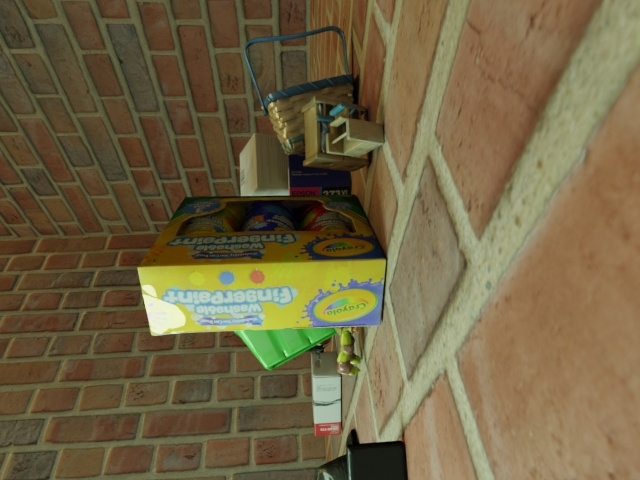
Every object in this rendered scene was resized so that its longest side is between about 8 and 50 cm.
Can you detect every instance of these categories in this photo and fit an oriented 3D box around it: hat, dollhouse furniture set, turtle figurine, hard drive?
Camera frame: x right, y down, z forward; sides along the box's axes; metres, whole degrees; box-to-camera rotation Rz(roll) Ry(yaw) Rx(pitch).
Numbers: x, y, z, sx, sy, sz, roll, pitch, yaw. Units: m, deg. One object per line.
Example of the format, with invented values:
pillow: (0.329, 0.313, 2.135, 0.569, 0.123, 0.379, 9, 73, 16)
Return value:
hat: (0.050, 0.744, 1.214, 0.331, 0.134, 0.331, 178, 90, -87)
dollhouse furniture set: (0.061, -0.226, 0.804, 0.184, 0.129, 0.129, -13, 78, 61)
turtle figurine: (0.065, 0.214, 1.009, 0.269, 0.087, 0.217, -129, 37, -83)
hard drive: (0.093, 0.399, 0.654, 0.022, 0.094, 0.135, 114, 154, -80)

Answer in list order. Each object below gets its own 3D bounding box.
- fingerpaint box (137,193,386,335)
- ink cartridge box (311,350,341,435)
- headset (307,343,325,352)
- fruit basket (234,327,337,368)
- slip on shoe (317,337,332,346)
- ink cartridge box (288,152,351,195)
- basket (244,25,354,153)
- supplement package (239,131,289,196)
fingerpaint box: (-0.113, 0.026, 0.907, 0.371, 0.445, 0.163, -99, 8, -64)
ink cartridge box: (0.022, 0.627, 1.686, 0.197, 0.114, 0.273, -103, 11, -75)
headset: (-0.017, 0.271, 1.710, 0.243, 0.185, 0.394, 0, 75, 57)
fruit basket: (-0.116, 0.176, 1.287, 0.283, 0.392, 0.392, 99, 168, -70)
slip on shoe: (0.003, 0.309, 1.826, 0.101, 0.123, 0.331, 109, 163, -69)
ink cartridge box: (-0.005, -0.097, 1.211, 0.069, 0.176, 0.371, -97, 6, -49)
basket: (-0.040, -0.373, 1.022, 0.201, 0.255, 0.289, -138, 36, -75)
supplement package: (-0.093, -0.211, 1.302, 0.175, 0.293, 0.177, -26, 65, 61)
